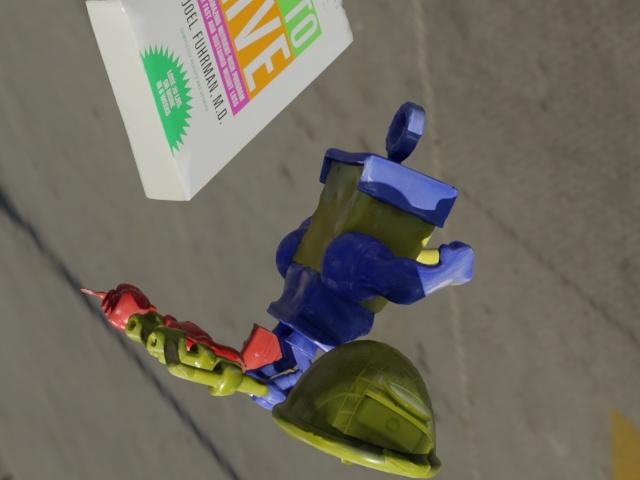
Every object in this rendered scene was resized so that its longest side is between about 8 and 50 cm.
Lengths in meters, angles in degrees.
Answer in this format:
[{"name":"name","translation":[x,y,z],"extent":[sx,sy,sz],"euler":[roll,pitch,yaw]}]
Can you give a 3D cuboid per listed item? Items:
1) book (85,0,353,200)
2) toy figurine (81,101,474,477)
[{"name":"book","translation":[-0.044,-0.096,0.785],"extent":[0.035,0.144,0.096],"euler":[6,127,32]},{"name":"toy figurine","translation":[0.000,0.000,1.101],"extent":[0.191,0.217,0.362],"euler":[30,177,-13]}]
